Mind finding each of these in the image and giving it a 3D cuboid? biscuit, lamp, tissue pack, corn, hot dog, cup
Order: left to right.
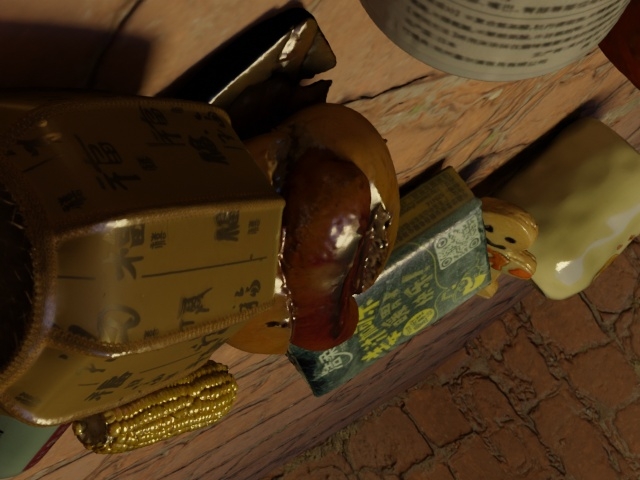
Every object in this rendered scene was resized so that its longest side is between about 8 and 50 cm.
[{"bbox_3d":[-0.114,0.002,0.522,0.161,0.161,0.185,-43,166,28],"label":"lamp"},{"bbox_3d":[-0.167,0.171,1.128,0.080,0.080,0.238,-42,163,22],"label":"corn"},{"bbox_3d":[-0.005,0.003,0.728,0.194,0.107,0.326,-40,155,-4],"label":"hot dog"},{"bbox_3d":[0.068,0.052,1.192,0.257,0.081,0.185,-32,147,-8],"label":"tissue pack"},{"bbox_3d":[0.192,0.007,1.317,0.030,0.153,0.234,-63,-173,-22],"label":"biscuit"},{"bbox_3d":[0.311,-0.057,1.433,0.202,0.255,0.173,-44,126,3],"label":"cup"}]

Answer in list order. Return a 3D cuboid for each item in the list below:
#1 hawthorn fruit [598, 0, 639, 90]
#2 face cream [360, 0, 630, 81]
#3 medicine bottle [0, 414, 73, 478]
[{"bbox_3d":[0.284,-0.194,0.621,0.277,0.277,0.298,-39,150,14],"label":"hawthorn fruit"},{"bbox_3d":[0.094,-0.201,0.359,0.145,0.145,0.369,-32,165,-14],"label":"face cream"},{"bbox_3d":[-0.184,0.074,0.718,0.090,0.090,0.216,-19,158,-51],"label":"medicine bottle"}]
